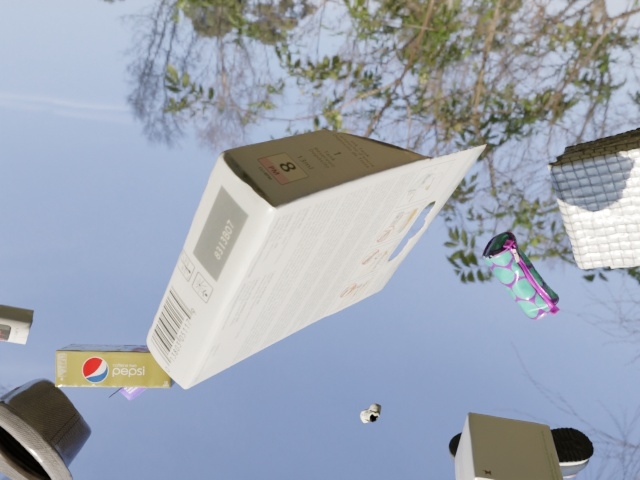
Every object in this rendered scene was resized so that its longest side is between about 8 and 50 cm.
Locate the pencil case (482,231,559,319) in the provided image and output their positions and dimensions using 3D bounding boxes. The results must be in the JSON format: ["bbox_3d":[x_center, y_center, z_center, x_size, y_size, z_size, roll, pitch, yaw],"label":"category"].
[{"bbox_3d":[0.338,0.061,1.020,0.064,0.151,0.070,-43,-167,-13],"label":"pencil case"}]

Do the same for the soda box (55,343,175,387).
[{"bbox_3d":[-0.321,0.199,0.962,0.181,0.058,0.061,2,-179,0],"label":"soda box"}]

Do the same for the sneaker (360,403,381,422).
[{"bbox_3d":[0.122,0.437,1.498,0.032,0.083,0.037,21,-137,-12],"label":"sneaker"}]

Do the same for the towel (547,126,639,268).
[{"bbox_3d":[0.557,-0.076,1.018,0.284,0.235,0.121,-11,-154,37],"label":"towel"}]

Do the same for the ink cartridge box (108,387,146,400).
[{"bbox_3d":[-0.328,0.255,1.296,0.045,0.206,0.208,52,-172,-3],"label":"ink cartridge box"}]

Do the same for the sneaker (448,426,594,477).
[{"bbox_3d":[0.445,0.502,1.369,0.319,0.131,0.112,1,-139,1],"label":"sneaker"}]

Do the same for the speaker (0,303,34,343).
[{"bbox_3d":[-0.501,0.116,0.896,0.136,0.055,0.055,16,-151,-26],"label":"speaker"}]

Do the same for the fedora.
[{"bbox_3d":[-0.514,0.336,1.087,0.275,0.243,0.124,-19,-159,43],"label":"fedora"}]

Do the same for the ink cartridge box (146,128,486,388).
[{"bbox_3d":[0.000,0.000,0.451,0.066,0.189,0.232,45,-139,17],"label":"ink cartridge box"}]

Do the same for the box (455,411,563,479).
[{"bbox_3d":[0.216,0.272,0.706,0.102,0.087,0.101,7,-150,5],"label":"box"}]
